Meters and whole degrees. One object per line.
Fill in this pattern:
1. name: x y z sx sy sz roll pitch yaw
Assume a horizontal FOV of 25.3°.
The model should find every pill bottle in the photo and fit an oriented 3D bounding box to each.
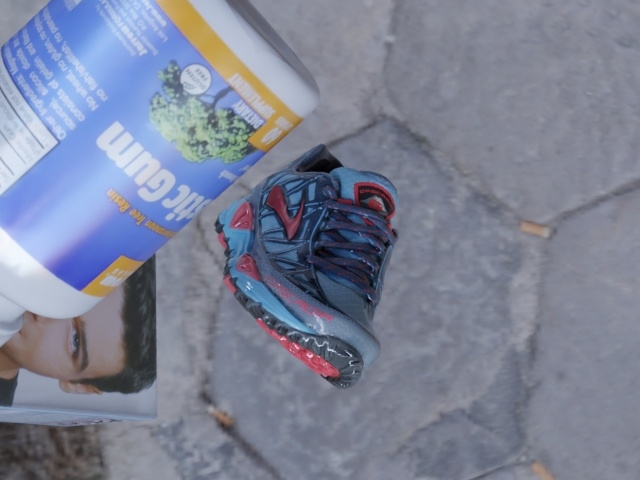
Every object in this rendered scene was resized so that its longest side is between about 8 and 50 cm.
1. pill bottle: -0.146 -0.050 0.849 0.272 0.152 0.152 -42 69 8

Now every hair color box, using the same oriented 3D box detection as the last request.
1. hair color box: -0.285 0.045 1.125 0.113 0.374 0.185 -8 77 30

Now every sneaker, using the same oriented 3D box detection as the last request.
1. sneaker: 0.000 0.000 0.995 0.125 0.104 0.262 -44 27 8
